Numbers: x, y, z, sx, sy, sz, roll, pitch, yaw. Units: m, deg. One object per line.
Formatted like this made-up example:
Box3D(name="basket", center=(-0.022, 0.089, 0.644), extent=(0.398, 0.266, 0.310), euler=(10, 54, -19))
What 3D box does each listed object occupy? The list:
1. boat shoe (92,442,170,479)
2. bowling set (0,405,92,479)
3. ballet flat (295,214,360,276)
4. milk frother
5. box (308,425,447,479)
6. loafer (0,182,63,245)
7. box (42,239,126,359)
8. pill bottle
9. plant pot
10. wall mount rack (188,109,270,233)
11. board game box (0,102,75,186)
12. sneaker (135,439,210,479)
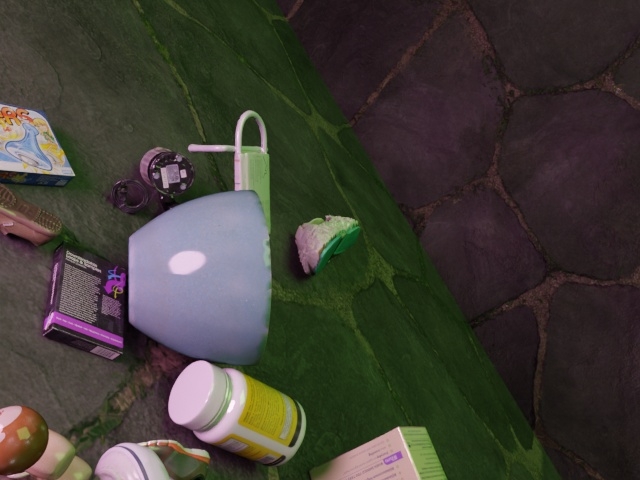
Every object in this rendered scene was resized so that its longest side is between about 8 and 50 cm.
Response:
Box3D(name="boat shoe", center=(-0.235, 0.385, 0.560), extent=(0.156, 0.135, 0.367), euler=(27, 45, -46))
Box3D(name="bowling set", center=(-0.321, 0.198, 0.512), extent=(0.154, 0.200, 0.287), euler=(27, 16, 4))
Box3D(name="ballet flat", center=(0.000, 0.000, 1.627), extent=(0.147, 0.147, 0.409), euler=(57, 19, 2))
Box3D(name="milk frother", center=(-0.332, -0.119, 1.109), extent=(0.143, 0.129, 0.134), euler=(7, 7, -26))
Box3D(name="box", center=(0.126, 0.491, 1.026), extent=(0.117, 0.213, 0.243), euler=(25, 36, -51))
Box3D(name="loafer", center=(-0.444, -0.037, 0.810), extent=(0.148, 0.050, 0.056), euler=(33, 24, -13))
Box3D(name="box", center=(-0.348, 0.088, 0.857), extent=(0.116, 0.029, 0.162), euler=(36, 30, -42))
Box3D(name="pill bottle", center=(-0.131, 0.278, 0.920), extent=(0.208, 0.119, 0.119), euler=(39, 27, -37))
Box3D(name="plant pot", center=(-0.207, 0.060, 0.923), extent=(0.195, 0.290, 0.290), euler=(0, 48, -19))
Box3D(name="wall mount rack", center=(-0.169, -0.102, 1.262), extent=(0.304, 0.130, 0.350), euler=(-16, 109, -65))
Box3D(name="board game box", center=(-0.495, -0.153, 0.883), extent=(0.136, 0.035, 0.201), euler=(60, 22, 10))
Box3D(name="sneaker", center=(-0.210, 0.317, 0.785), extent=(0.158, 0.061, 0.065), euler=(32, 38, -45))
